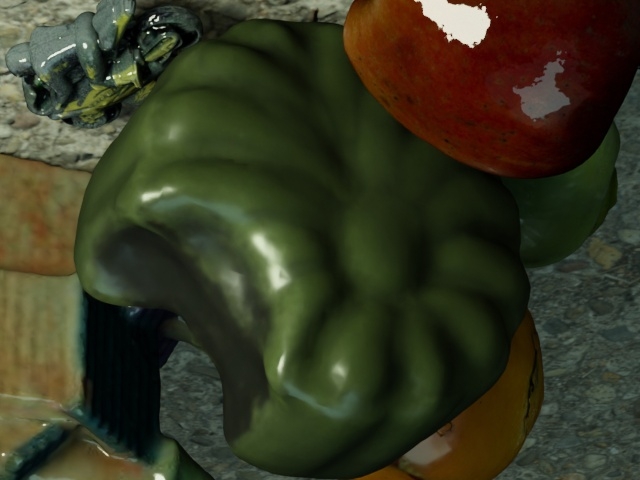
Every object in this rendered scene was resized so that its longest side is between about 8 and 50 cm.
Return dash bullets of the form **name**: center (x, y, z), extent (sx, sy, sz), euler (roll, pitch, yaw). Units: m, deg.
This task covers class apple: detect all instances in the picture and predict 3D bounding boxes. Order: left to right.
- **apple**: center (0.140, -0.157, 1.438), extent (0.234, 0.234, 0.234), euler (-4, 147, -3)

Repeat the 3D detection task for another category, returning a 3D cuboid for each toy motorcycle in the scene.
- **toy motorcycle**: center (-0.179, -0.140, 1.544), extent (0.124, 0.061, 0.193), euler (8, 153, -32)

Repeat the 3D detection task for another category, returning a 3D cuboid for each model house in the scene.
- **model house**: center (-0.217, 0.102, 1.688), extent (0.280, 0.312, 0.245), euler (10, 141, -20)

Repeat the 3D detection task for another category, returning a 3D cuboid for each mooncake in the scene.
- **mooncake**: center (0.000, 0.000, 1.523), extent (0.351, 0.351, 0.187), euler (13, 144, -26)

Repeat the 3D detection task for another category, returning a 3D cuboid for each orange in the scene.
- **orange**: center (0.088, 0.125, 1.828), extent (0.246, 0.246, 0.246), euler (-4, 147, -3)

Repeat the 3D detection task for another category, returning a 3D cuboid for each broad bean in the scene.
- **broad bean**: center (0.176, -0.066, 1.682), extent (0.169, 0.100, 0.228), euler (-27, 139, 24)
